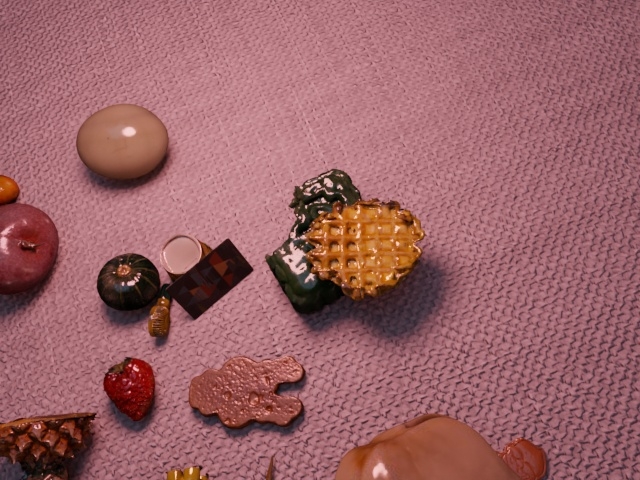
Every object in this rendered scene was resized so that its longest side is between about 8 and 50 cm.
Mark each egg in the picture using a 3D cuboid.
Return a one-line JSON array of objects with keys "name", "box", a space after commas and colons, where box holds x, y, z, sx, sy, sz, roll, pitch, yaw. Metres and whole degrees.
[{"name": "egg", "box": [-0.577, -0.287, 1.768, 0.269, 0.219, 0.219, -3, 67, 3]}]

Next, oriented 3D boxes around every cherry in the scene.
[{"name": "cherry", "box": [-0.874, 0.026, 1.685, 0.307, 0.221, 0.261, 1, 59, 23]}]

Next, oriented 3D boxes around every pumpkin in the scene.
[{"name": "pumpkin", "box": [-0.518, 0.112, 1.641, 0.167, 0.125, 0.167, -7, 52, 9]}]

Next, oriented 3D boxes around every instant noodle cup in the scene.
[{"name": "instant noodle cup", "box": [-0.364, 0.055, 1.645, 0.151, 0.122, 0.152, -3, 70, 9]}]

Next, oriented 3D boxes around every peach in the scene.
[{"name": "peach", "box": [-0.970, -0.150, 1.835, 0.100, 0.101, 0.101, -3, 67, 7]}]

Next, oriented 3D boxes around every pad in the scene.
[{"name": "pad", "box": [-0.291, 0.104, 1.612, 0.211, 0.143, 0.003, -41, 40, -9]}]

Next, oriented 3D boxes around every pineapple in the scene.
[{"name": "pineapple", "box": [-0.665, 0.563, 1.447, 0.262, 0.262, 0.272, -7, 80, 5]}]

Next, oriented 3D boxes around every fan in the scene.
[{"name": "fan", "box": [-0.425, 0.185, 1.629, 0.039, 0.082, 0.155, 2, 57, 3]}]

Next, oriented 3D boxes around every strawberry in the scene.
[{"name": "strawberry", "box": [-0.476, 0.373, 1.541, 0.131, 0.131, 0.148, -37, 97, -7]}]

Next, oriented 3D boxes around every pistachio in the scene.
[{"name": "pistachio", "box": [0.245, 0.558, 1.280, 0.445, 0.281, 0.366, 20, 75, -3]}]

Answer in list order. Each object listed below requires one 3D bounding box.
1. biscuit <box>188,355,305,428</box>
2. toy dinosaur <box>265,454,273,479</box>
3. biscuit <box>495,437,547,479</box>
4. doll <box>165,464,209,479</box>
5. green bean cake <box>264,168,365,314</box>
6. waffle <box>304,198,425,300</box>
[{"name": "biscuit", "box": [-0.186, 0.381, 1.528, 0.294, 0.044, 0.186, 1, 65, 7]}, {"name": "toy dinosaur", "box": [-0.135, 0.612, 1.428, 0.126, 0.039, 0.162, -27, 65, -2]}, {"name": "biscuit", "box": [0.457, 0.513, 1.392, 0.130, 0.019, 0.102, -20, 67, -1]}, {"name": "doll", "box": [-0.301, 0.644, 1.386, 0.142, 0.135, 0.221, -7, 55, 3]}, {"name": "green bean cake", "box": [0.000, 0.000, 1.589, 0.307, 0.169, 0.300, -30, 69, -4]}, {"name": "waffle", "box": [0.105, 0.007, 1.457, 0.262, 0.060, 0.280, 42, 79, 12]}]
